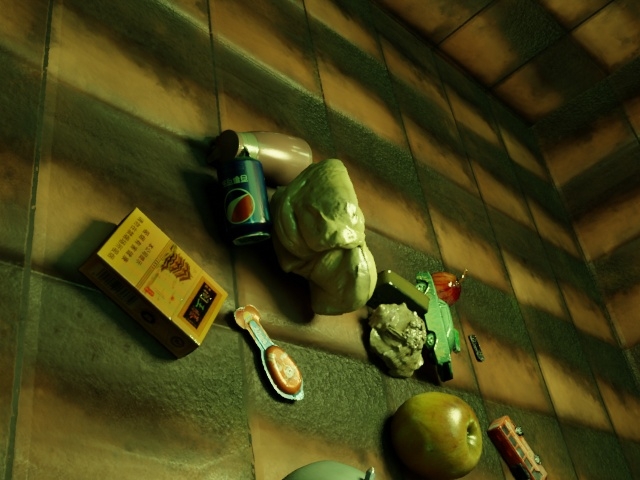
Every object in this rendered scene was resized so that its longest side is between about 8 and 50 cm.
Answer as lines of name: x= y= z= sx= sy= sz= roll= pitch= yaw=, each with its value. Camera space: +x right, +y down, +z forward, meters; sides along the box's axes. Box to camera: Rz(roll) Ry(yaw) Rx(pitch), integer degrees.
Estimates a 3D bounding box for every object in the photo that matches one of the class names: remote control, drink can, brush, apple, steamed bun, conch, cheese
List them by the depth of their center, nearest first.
cheese: x=-0.113 y=0.257 z=1.632 sx=0.256 sy=0.037 sz=0.106 roll=58 pitch=31 yaw=2
drink can: x=-0.185 y=-0.096 z=1.755 sx=0.118 sy=0.118 sz=0.205 roll=1 pitch=74 yaw=-52
steamed bun: x=-0.002 y=-0.004 z=1.809 sx=0.325 sy=0.230 sz=0.372 roll=-133 pitch=-150 yaw=-66
apple: x=0.294 y=0.498 z=1.828 sx=0.237 sy=0.207 sz=0.237 roll=22 pitch=63 yaw=-51
conch: x=0.219 y=0.283 z=1.989 sx=0.178 sy=0.163 sz=0.245 roll=-44 pitch=119 yaw=-26
brush: x=0.213 y=0.167 z=2.063 sx=0.197 sy=0.123 sz=0.059 roll=33 pitch=42 yaw=-30
remote control: x=0.524 y=0.361 z=2.400 sx=0.039 sy=0.014 sz=0.096 roll=16 pitch=48 yaw=-46

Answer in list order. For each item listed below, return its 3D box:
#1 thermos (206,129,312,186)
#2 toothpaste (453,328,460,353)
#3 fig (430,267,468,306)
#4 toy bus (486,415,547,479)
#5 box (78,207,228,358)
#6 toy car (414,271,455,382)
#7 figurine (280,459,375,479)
thermos: x=-0.169 y=-0.232 z=1.911 sx=0.176 sy=0.146 sz=0.265 roll=27 pitch=12 yaw=39
toothpaste: x=0.438 y=0.326 z=2.316 sx=0.020 sy=0.017 sz=0.083 roll=34 pitch=38 yaw=-26
fig: x=0.413 y=0.156 z=2.339 sx=0.128 sy=0.150 sz=0.128 roll=163 pitch=-90 yaw=-87
toy bus: x=0.606 y=0.656 z=2.199 sx=0.096 sy=0.073 sz=0.235 roll=-28 pitch=84 yaw=-49
box: x=-0.333 y=0.086 z=1.462 sx=0.274 sy=0.076 sz=0.174 roll=46 pitch=35 yaw=-16
toy car: x=0.349 y=0.255 z=2.149 sx=0.141 sy=0.097 sz=0.321 roll=70 pitch=10 yaw=-53
figurine: x=0.030 y=0.620 z=1.420 sx=0.205 sy=0.224 sz=0.382 roll=-52 pitch=131 yaw=-79
